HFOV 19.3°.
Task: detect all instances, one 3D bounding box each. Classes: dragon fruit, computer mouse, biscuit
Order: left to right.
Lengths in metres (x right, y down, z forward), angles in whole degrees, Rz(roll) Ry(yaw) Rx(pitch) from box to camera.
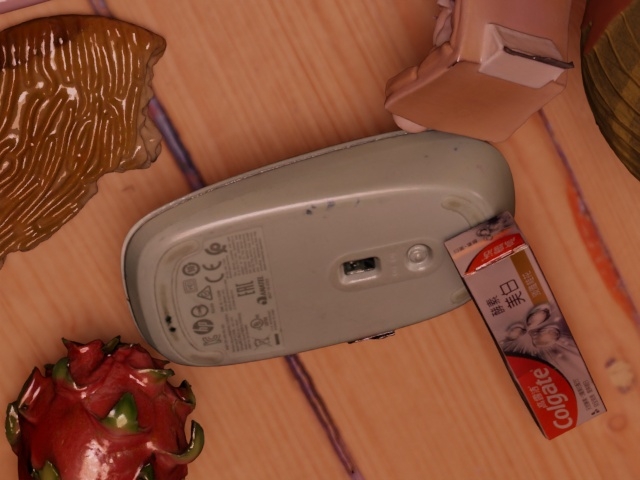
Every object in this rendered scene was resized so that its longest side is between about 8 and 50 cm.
[{"bbox_3d":[-0.208,-0.059,1.361,0.176,0.031,0.228,15,102,-8],"label":"biscuit"},{"bbox_3d":[-0.168,0.175,1.381,0.137,0.135,0.236,14,121,-15],"label":"dragon fruit"},{"bbox_3d":[0.000,-0.004,1.355,0.288,0.097,0.159,-12,134,-2],"label":"computer mouse"}]

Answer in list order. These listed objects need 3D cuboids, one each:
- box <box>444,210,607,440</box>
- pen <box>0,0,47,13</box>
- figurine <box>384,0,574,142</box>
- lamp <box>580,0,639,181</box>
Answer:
[{"bbox_3d":[0.152,0.066,1.371,0.055,0.039,0.218,-27,136,3],"label":"box"},{"bbox_3d":[-0.275,-0.174,1.324,0.197,0.032,0.053,-13,106,-4],"label":"pen"},{"bbox_3d":[0.106,-0.196,1.296,0.163,0.141,0.236,7,71,-29],"label":"figurine"},{"bbox_3d":[0.299,-0.120,1.265,0.250,0.284,0.250,-6,63,12],"label":"lamp"}]
